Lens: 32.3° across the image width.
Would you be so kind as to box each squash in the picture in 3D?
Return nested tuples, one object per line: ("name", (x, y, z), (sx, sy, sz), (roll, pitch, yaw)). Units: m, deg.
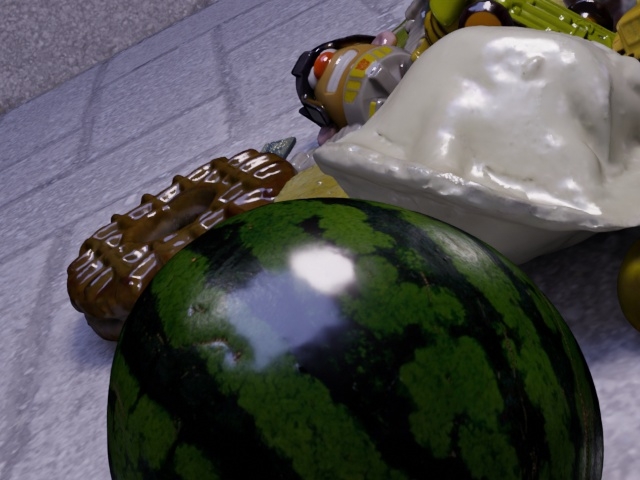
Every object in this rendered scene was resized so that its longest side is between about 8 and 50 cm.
("squash", (0.134, -0.323, 1.773), (0.052, 0.052, 0.183), (0, 37, 49))

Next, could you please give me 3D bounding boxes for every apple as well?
("apple", (0.265, 0.032, 0.829), (0.089, 0.074, 0.089), (-45, 17, 18))

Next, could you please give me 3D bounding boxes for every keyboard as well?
("keyboard", (-0.083, -0.102, 1.601), (0.055, 0.014, 0.176), (-13, 27, 25))

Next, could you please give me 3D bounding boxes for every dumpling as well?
("dumpling", (0.211, -0.068, 0.964), (0.395, 0.233, 0.315), (-13, 29, -35))

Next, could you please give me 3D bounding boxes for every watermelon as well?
("watermelon", (0.020, 0.116, 0.648), (0.285, 0.285, 0.285), (-24, 23, 11))

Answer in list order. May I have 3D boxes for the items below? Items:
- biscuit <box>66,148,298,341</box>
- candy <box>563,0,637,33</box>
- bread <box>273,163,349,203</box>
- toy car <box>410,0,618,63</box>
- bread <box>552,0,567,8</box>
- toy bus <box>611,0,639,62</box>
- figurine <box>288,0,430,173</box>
("biscuit", (-0.158, 0.003, 1.348), (0.332, 0.103, 0.332), (-24, 24, 11))
("candy", (0.401, -0.375, 1.303), (0.157, 0.214, 0.290), (-99, 31, -67))
("bread", (0.000, 0.000, 1.169), (0.138, 0.102, 0.196), (-12, 30, 40))
("toy car", (0.223, -0.203, 1.228), (0.200, 0.248, 0.142), (-42, -18, -53))
("bread", (0.257, -0.348, 1.453), (0.178, 0.266, 0.142), (-90, 20, -75))
("toy bus", (0.433, -0.274, 1.150), (0.335, 0.123, 0.121), (-25, 3, -32))
("figurine", (0.068, -0.191, 1.442), (0.308, 0.143, 0.308), (-25, 23, 12))
